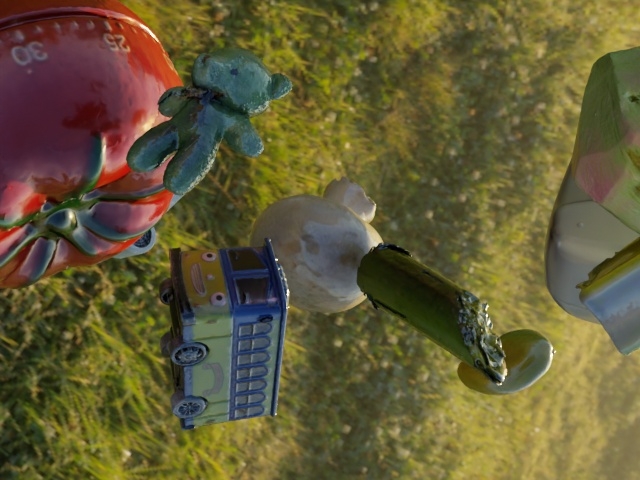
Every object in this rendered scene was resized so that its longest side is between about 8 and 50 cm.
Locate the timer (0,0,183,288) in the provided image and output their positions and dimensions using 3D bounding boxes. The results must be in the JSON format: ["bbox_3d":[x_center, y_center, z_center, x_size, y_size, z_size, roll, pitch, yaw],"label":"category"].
[{"bbox_3d":[-0.335,-0.116,1.065,0.378,0.279,0.378,-29,165,-8],"label":"timer"}]

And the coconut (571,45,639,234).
[{"bbox_3d":[0.386,-0.121,1.038,0.204,0.236,0.236,-59,145,-42],"label":"coconut"}]

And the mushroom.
[{"bbox_3d":[0.000,0.000,2.050,0.297,0.297,0.290,65,34,-43],"label":"mushroom"}]

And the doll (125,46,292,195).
[{"bbox_3d":[-0.099,-0.109,0.819,0.150,0.115,0.077,-55,154,-18],"label":"doll"}]

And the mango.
[{"bbox_3d":[0.375,0.249,1.897,0.191,0.122,0.085,-33,140,-1],"label":"mango"}]

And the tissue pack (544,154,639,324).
[{"bbox_3d":[0.467,-0.028,1.403,0.333,0.229,0.236,-63,150,-28],"label":"tissue pack"}]

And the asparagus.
[{"bbox_3d":[0.218,0.127,1.749,0.128,0.382,0.108,-42,134,-15],"label":"asparagus"}]

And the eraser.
[{"bbox_3d":[0.322,-0.006,0.752,0.226,0.069,0.158,-39,175,31],"label":"eraser"}]

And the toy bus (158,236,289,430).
[{"bbox_3d":[-0.141,0.140,1.391,0.175,0.138,0.288,-6,138,-13],"label":"toy bus"}]

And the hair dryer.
[{"bbox_3d":[-0.311,-0.057,1.846,0.236,0.131,0.073,-45,108,-27],"label":"hair dryer"}]
